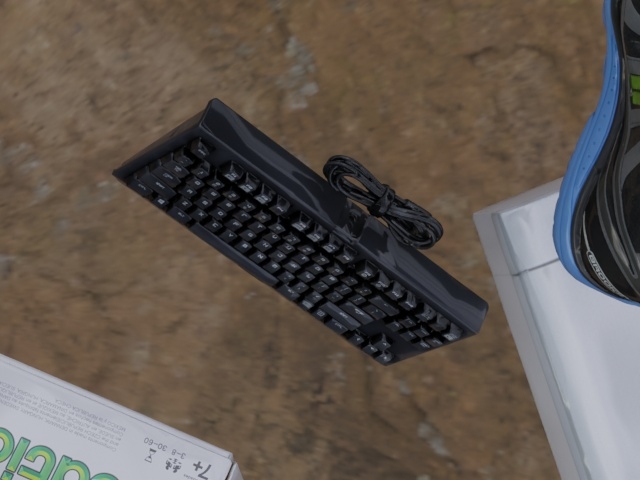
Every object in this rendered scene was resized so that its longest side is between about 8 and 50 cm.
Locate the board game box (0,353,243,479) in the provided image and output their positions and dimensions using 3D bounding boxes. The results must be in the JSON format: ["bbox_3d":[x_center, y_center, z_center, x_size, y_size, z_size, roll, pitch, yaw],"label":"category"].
[{"bbox_3d":[-0.175,0.078,0.723,0.305,0.193,0.053,22,72,10],"label":"board game box"}]

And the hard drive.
[{"bbox_3d":[0.243,0.112,0.905,0.233,0.047,0.353,-21,96,-21],"label":"hard drive"}]

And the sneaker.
[{"bbox_3d":[0.144,-0.057,0.628,0.067,0.078,0.188,-17,127,-41],"label":"sneaker"}]

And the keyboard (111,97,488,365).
[{"bbox_3d":[0.000,0.000,0.770,0.180,0.108,0.023,36,46,-27],"label":"keyboard"}]
